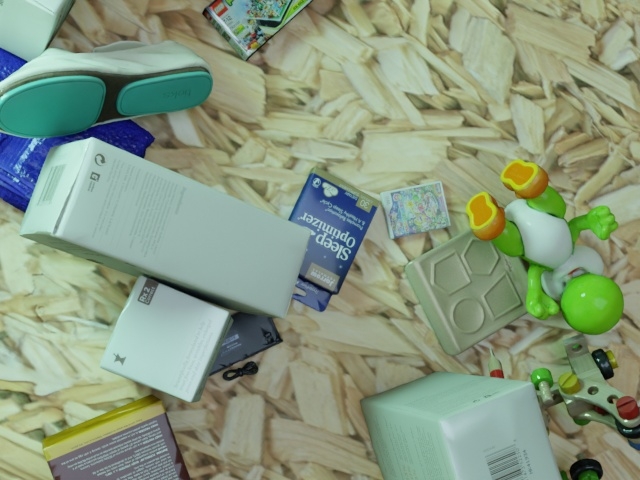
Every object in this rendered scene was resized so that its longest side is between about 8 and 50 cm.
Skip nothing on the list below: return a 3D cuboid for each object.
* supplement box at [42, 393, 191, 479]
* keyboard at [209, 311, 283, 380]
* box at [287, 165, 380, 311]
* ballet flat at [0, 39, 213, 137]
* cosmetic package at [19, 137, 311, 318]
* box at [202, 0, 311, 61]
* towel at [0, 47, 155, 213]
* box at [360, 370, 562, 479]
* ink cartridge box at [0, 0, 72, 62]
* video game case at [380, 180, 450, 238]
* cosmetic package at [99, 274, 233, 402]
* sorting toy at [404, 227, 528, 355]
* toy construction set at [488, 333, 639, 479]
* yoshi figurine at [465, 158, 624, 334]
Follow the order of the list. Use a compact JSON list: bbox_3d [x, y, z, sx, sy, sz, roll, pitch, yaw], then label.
[{"bbox_3d":[-0.313,0.373,1.467,0.191,0.129,0.194,-21,92,-18],"label":"supplement box"},{"bbox_3d":[-0.154,0.188,1.588,0.180,0.023,0.108,-24,86,-17],"label":"keyboard"},{"bbox_3d":[0.000,0.000,1.643,0.136,0.036,0.225,27,80,-13],"label":"box"},{"bbox_3d":[-0.357,-0.251,1.468,0.400,0.139,0.139,-16,91,-40],"label":"ballet flat"},{"bbox_3d":[-0.235,-0.012,1.434,0.385,0.217,0.156,24,79,-28],"label":"cosmetic package"},{"bbox_3d":[-0.096,-0.426,1.645,0.114,0.036,0.207,47,75,-8],"label":"box"},{"bbox_3d":[-0.450,-0.159,1.495,0.308,0.076,0.228,32,78,-12],"label":"towel"},{"bbox_3d":[0.223,0.347,1.520,0.168,0.345,0.215,-18,91,-18],"label":"box"},{"bbox_3d":[-0.413,-0.437,1.437,0.117,0.201,0.278,29,67,-16],"label":"ink cartridge box"},{"bbox_3d":[0.175,-0.057,1.713,0.122,0.011,0.087,-12,90,-17],"label":"video game case"},{"bbox_3d":[-0.236,0.158,1.465,0.151,0.184,0.151,22,81,0],"label":"cosmetic package"},{"bbox_3d":[0.280,0.084,1.725,0.208,0.038,0.193,-28,94,-13],"label":"sorting toy"},{"bbox_3d":[0.417,0.270,1.677,0.309,0.257,0.237,34,32,-28],"label":"toy construction set"},{"bbox_3d":[0.429,0.038,1.653,0.362,0.203,0.203,43,54,-27],"label":"yoshi figurine"}]
